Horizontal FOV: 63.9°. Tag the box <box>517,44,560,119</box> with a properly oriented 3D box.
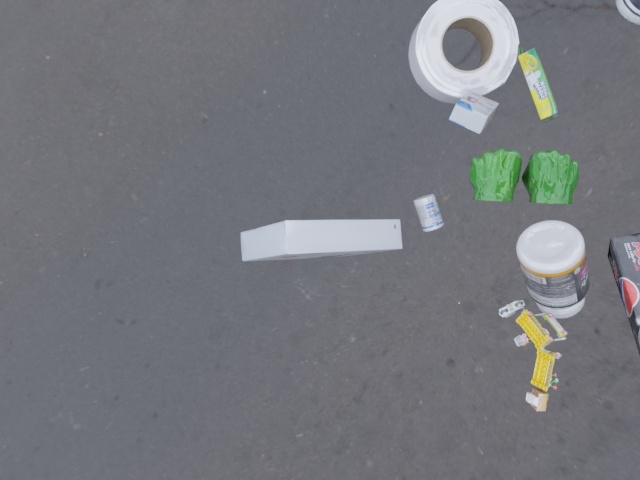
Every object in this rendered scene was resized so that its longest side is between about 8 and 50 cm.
[{"bbox_3d":[0.503,-0.366,1.185,0.043,0.105,0.179,-22,87,29],"label":"box"}]

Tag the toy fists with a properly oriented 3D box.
[{"bbox_3d":[0.546,-0.176,1.385,0.279,0.096,0.142,4,100,12],"label":"toy fists"}]

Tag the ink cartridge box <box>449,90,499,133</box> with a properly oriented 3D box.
[{"bbox_3d":[0.399,-0.335,1.333,0.088,0.122,0.052,29,130,15],"label":"ink cartridge box"}]

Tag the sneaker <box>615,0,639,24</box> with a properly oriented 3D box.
[{"bbox_3d":[0.771,-0.485,1.020,0.321,0.127,0.126,1,67,-13],"label":"sneaker"}]

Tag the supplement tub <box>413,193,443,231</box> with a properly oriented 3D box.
[{"bbox_3d":[0.346,-0.088,1.639,0.071,0.071,0.107,-19,98,12],"label":"supplement tub"}]

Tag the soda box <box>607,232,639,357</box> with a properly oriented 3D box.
[{"bbox_3d":[0.421,0.074,0.656,0.060,0.053,0.169,-11,56,19],"label":"soda box"}]

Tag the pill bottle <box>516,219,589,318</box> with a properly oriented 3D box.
[{"bbox_3d":[0.627,0.086,1.375,0.162,0.278,0.162,-17,48,19],"label":"pill bottle"}]

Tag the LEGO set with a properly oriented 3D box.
[{"bbox_3d":[0.581,0.289,1.339,0.132,0.107,0.287,-39,57,52],"label":"LEGO set"}]

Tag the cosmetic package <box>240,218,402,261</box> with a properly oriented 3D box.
[{"bbox_3d":[0.000,0.000,1.480,0.284,0.377,0.097,-14,80,57],"label":"cosmetic package"}]

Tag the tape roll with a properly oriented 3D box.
[{"bbox_3d":[0.392,-0.527,1.417,0.286,0.100,0.286,0,95,-3],"label":"tape roll"}]
